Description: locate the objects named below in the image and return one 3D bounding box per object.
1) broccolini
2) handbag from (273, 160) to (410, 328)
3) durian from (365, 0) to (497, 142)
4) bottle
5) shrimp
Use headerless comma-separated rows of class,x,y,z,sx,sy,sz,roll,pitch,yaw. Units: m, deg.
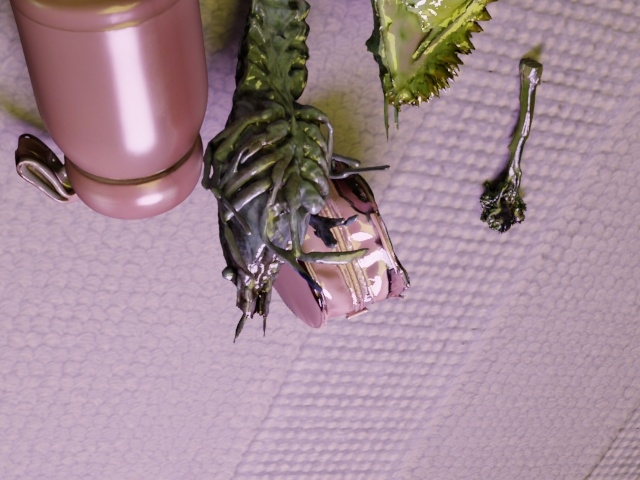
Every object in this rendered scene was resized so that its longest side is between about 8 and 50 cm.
broccolini,0.240,-0.119,1.724,0.058,0.071,0.254,12,127,14
handbag,0.001,-0.001,1.581,0.116,0.179,0.205,-30,111,-16
durian,0.091,-0.296,1.345,0.169,0.158,0.352,-27,134,-30
bottle,-0.211,-0.159,1.324,0.206,0.173,0.297,-6,137,-2
shrimp,-0.037,-0.102,1.401,0.221,0.166,0.410,1,85,-43
